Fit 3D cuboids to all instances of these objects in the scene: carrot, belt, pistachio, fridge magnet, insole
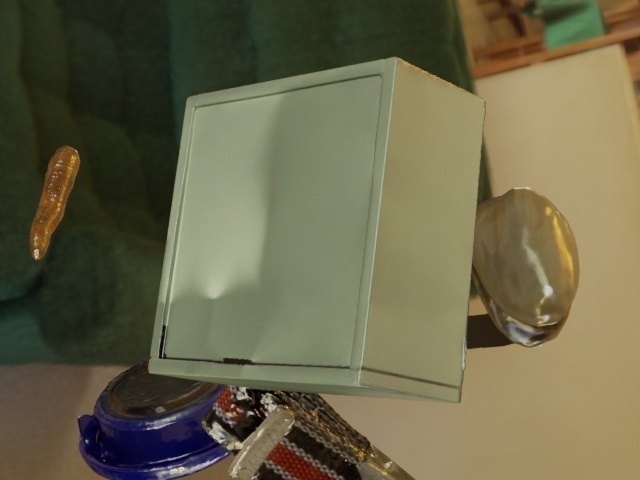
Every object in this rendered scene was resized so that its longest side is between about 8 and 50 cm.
[{"bbox_3d":[-0.308,-0.043,1.390,0.035,0.036,0.165,57,33,-48],"label":"carrot"},{"bbox_3d":[0.050,0.253,1.140,0.359,0.094,0.126,39,10,8],"label":"belt"},{"bbox_3d":[0.247,0.028,1.469,0.129,0.131,0.206,77,6,-54],"label":"pistachio"},{"bbox_3d":[-0.197,0.233,1.624,0.265,0.266,0.112,-64,144,-63],"label":"fridge magnet"},{"bbox_3d":[0.183,0.125,1.589,0.004,0.189,0.064,-103,-176,-79],"label":"insole"}]

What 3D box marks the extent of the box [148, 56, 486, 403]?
[{"bbox_3d":[0.000,0.000,0.908,0.117,0.225,0.225,16,77,-44],"label":"box"}]
